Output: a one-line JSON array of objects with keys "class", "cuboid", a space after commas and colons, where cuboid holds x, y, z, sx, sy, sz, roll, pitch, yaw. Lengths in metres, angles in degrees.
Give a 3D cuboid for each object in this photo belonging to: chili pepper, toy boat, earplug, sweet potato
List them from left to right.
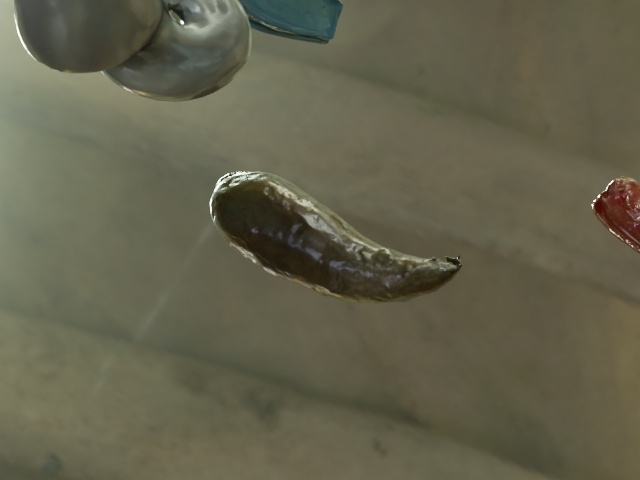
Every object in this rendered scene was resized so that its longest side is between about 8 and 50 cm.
[{"class": "earplug", "cuboid": [-0.233, -0.285, 2.057, 0.325, 0.214, 0.175, 9, -45, -42]}, {"class": "toy boat", "cuboid": [-0.083, -0.375, 2.541, 0.238, 0.098, 0.109, 16, -88, -32]}, {"class": "sweet potato", "cuboid": [-0.001, 0.005, 2.258, 0.130, 0.422, 0.130, -29, -50, -41]}, {"class": "chili pepper", "cuboid": [0.398, -0.028, 2.054, 0.073, 0.123, 0.070, -52, -32, 11]}]
